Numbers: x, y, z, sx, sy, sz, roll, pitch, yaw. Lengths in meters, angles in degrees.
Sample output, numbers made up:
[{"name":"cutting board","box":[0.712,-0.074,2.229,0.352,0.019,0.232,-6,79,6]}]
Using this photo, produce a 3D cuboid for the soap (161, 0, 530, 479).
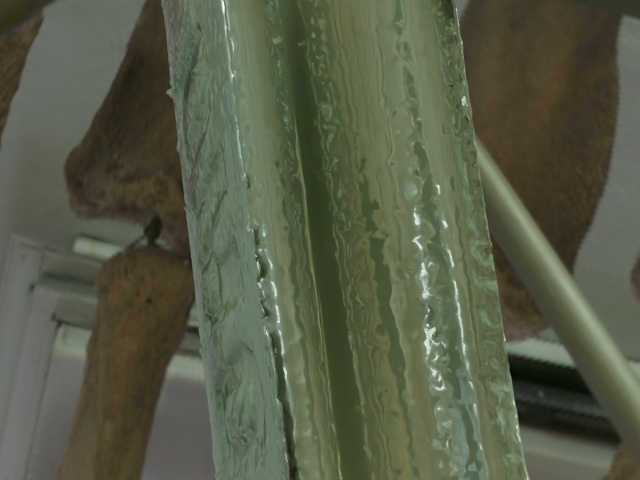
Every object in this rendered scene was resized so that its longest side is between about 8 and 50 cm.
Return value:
[{"name":"soap","box":[0.000,0.000,0.453,0.094,0.150,0.261,-5,-103,-8]}]
